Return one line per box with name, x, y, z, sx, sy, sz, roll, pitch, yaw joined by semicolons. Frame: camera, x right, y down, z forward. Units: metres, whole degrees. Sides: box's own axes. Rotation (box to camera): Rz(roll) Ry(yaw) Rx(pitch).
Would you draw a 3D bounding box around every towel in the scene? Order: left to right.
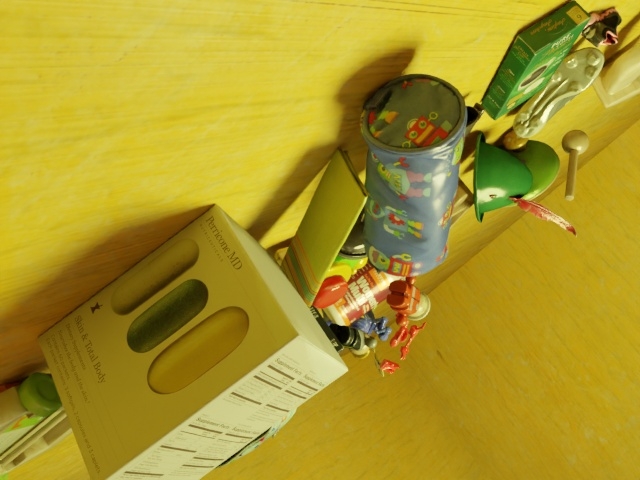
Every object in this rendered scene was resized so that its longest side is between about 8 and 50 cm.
towel;0.000;0.000;0.829;0.021;0.102;0.237;3;132;-29

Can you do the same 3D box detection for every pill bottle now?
pill bottle;0.100;0.092;1.395;0.221;0.121;0.121;-34;166;-8

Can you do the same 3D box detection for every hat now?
hat;0.391;-0.113;1.159;0.183;0.173;0.208;3;172;20

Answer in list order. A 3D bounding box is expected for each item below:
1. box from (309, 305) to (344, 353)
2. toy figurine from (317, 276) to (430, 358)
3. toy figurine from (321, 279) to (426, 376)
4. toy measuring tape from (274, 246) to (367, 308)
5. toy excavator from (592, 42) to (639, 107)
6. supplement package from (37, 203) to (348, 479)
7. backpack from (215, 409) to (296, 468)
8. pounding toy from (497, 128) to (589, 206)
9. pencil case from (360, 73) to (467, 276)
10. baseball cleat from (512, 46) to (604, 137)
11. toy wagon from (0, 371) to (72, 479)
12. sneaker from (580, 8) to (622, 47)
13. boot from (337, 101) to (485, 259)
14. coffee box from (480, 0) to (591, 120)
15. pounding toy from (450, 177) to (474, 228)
box;-0.119;0.180;1.040;0.261;0.184;0.103;-24;161;-38
toy figurine;0.084;0.103;1.209;0.209;0.213;0.148;-39;152;10
toy figurine;0.085;0.145;1.534;0.191;0.217;0.362;-58;-158;22
toy measuring tape;-0.059;0.069;0.996;0.330;0.121;0.121;-15;156;-35
toy excavator;0.655;-0.389;1.072;0.445;0.222;0.433;-29;173;37
supplement package;-0.146;0.137;0.747;0.262;0.199;0.198;-37;152;1
backpack;-0.174;0.338;1.333;0.253;0.225;0.191;-42;166;31
pounding toy;0.414;-0.172;1.282;0.237;0.110;0.183;-2;-131;44
pencil case;0.111;-0.069;0.796;0.119;0.133;0.306;-58;159;-26
baseball cleat;0.433;-0.279;1.131;0.206;0.072;0.109;-46;178;42
toy wagon;-0.436;0.263;0.808;0.267;0.068;0.344;-39;165;10
sneaker;0.459;-0.336;0.994;0.119;0.057;0.047;-26;161;-37
boot;0.125;-0.098;0.962;0.263;0.091;0.229;-34;161;-23
coffee box;0.317;-0.264;0.926;0.113;0.040;0.184;-34;166;-11
pounding toy;0.205;-0.067;1.184;0.181;0.094;0.206;-29;164;-28
